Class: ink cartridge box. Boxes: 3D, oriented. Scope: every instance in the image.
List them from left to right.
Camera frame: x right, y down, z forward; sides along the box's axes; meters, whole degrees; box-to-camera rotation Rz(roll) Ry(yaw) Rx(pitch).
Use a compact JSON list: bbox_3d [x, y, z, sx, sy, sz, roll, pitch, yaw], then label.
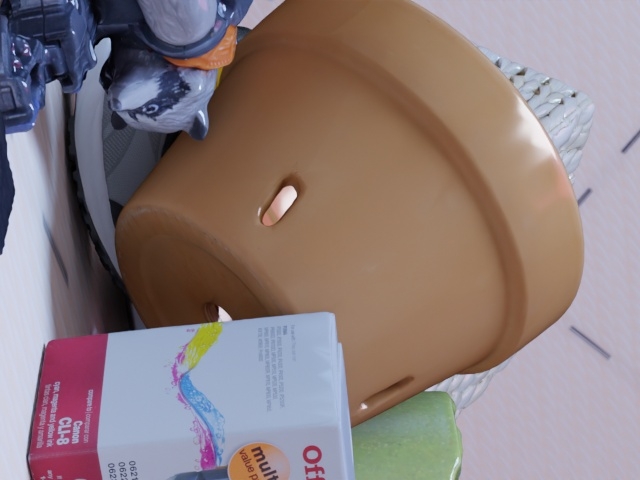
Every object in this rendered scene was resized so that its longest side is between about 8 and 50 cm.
[{"bbox_3d":[-0.068,0.132,1.105,0.127,0.176,0.128,-95,178,-62],"label":"ink cartridge box"}]

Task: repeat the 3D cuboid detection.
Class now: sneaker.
[{"bbox_3d":[-0.126,-0.087,1.353,0.100,0.108,0.271,100,-14,-83],"label":"sneaker"}]

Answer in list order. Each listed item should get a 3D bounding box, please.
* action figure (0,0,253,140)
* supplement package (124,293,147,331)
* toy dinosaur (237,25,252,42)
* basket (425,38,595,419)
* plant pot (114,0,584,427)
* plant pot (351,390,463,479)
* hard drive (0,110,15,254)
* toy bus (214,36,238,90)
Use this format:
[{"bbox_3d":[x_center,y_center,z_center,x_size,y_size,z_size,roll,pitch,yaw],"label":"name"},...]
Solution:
[{"bbox_3d":[-0.102,-0.192,1.101,0.341,0.178,0.330,-89,179,-53],"label":"action figure"},{"bbox_3d":[-0.102,0.031,1.488,0.179,0.105,0.105,168,-86,-82],"label":"supplement package"},{"bbox_3d":[-0.095,-0.167,1.896,0.313,0.160,0.121,84,16,-52],"label":"toy dinosaur"},{"bbox_3d":[0.057,-0.004,1.800,0.331,0.266,0.328,-40,148,-49],"label":"basket"},{"bbox_3d":[0.000,0.000,1.267,0.291,0.203,0.291,36,-32,27],"label":"plant pot"},{"bbox_3d":[-0.018,0.212,1.385,0.276,0.254,0.276,-7,90,-90],"label":"plant pot"},{"bbox_3d":[-0.158,-0.106,0.550,0.237,0.064,0.339,-96,180,-60],"label":"hard drive"},{"bbox_3d":[-0.142,-0.279,1.673,0.130,0.108,0.333,-94,177,-80],"label":"toy bus"}]
